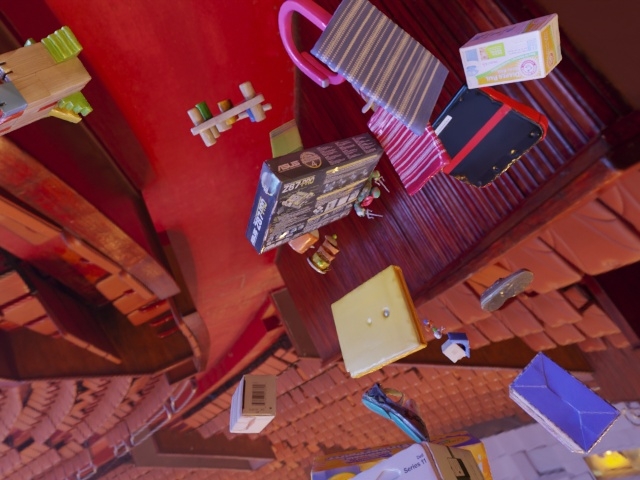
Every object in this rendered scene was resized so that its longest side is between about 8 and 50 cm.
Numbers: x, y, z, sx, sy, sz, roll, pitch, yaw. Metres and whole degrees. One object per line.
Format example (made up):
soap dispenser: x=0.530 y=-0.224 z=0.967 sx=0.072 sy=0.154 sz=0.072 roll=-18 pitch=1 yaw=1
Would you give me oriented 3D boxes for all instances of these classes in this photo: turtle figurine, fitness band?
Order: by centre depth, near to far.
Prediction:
fitness band: x=-0.020 y=-0.580 z=1.186 sx=0.054 sy=0.291 sz=0.209 roll=-37 pitch=158 yaw=-19
turtle figurine: x=0.148 y=-0.191 z=1.453 sx=0.175 sy=0.234 sz=0.118 roll=-57 pitch=149 yaw=-3

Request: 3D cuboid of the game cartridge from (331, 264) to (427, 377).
game cartridge: x=0.183 y=0.282 z=1.375 sx=0.052 sy=0.286 sz=0.323 roll=14 pitch=140 yaw=-38

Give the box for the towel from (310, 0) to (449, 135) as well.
towel: x=0.160 y=-0.434 z=0.994 sx=0.040 sy=0.335 sz=0.243 roll=-28 pitch=-147 yaw=62

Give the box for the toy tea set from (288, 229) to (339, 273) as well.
toy tea set: x=0.000 y=0.000 z=1.564 sx=0.124 sy=0.200 sz=0.336 roll=-49 pitch=178 yaw=13

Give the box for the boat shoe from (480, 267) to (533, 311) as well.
boat shoe: x=0.529 y=0.133 z=1.166 sx=0.064 sy=0.060 sz=0.178 roll=24 pitch=128 yaw=-18

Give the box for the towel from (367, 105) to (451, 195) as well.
towel: x=0.243 y=-0.284 z=1.149 sx=0.031 sy=0.275 sz=0.199 roll=-23 pitch=169 yaw=-28

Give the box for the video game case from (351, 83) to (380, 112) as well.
video game case: x=0.190 y=-0.567 z=1.549 sx=0.035 sy=0.248 sz=0.275 roll=-40 pitch=172 yaw=10

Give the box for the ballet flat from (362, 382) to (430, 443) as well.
ballet flat: x=0.158 y=0.336 z=0.807 sx=0.070 sy=0.070 sz=0.188 roll=-17 pitch=-163 yaw=-30

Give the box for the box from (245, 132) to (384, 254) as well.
box: x=-0.021 y=-0.143 z=1.229 sx=0.394 sy=0.097 sz=0.318 roll=-25 pitch=157 yaw=-34

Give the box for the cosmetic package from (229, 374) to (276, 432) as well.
cosmetic package: x=-0.265 y=0.637 z=1.562 sx=0.129 sy=0.153 sz=0.296 roll=8 pitch=142 yaw=-16

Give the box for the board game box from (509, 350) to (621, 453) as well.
board game box: x=0.707 y=0.486 z=1.204 sx=0.141 sy=0.232 sz=0.291 roll=-46 pitch=146 yaw=-2

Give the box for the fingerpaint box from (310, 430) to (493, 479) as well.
fingerpaint box: x=0.224 y=0.731 z=1.030 sx=0.443 sy=0.372 sz=0.163 roll=-11 pitch=165 yaw=0

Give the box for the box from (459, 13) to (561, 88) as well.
box: x=0.477 y=-0.470 z=1.017 sx=0.103 sy=0.114 sz=0.203 roll=-43 pitch=-148 yaw=-25

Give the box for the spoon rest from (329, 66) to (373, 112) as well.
spoon rest: x=0.099 y=-0.569 z=1.356 sx=0.084 sy=0.276 sz=0.137 roll=-30 pitch=-158 yaw=29

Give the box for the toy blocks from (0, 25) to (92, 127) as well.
toy blocks: x=-0.694 y=-0.314 z=0.893 sx=0.381 sy=0.191 sz=0.261 roll=-2 pitch=-145 yaw=45

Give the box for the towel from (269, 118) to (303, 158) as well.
towel: x=-0.111 y=-0.320 z=1.293 sx=0.102 sy=0.237 sz=0.021 roll=-27 pitch=125 yaw=9

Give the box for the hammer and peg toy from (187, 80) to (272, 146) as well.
hammer and peg toy: x=-0.311 y=-0.458 z=1.413 sx=0.265 sy=0.128 sz=0.361 roll=-26 pitch=-157 yaw=2

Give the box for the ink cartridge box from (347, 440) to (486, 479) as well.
ink cartridge box: x=0.157 y=0.390 z=0.622 sx=0.153 sy=0.087 sz=0.208 roll=-38 pitch=136 yaw=16

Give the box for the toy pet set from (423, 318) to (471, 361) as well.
toy pet set: x=0.327 y=0.239 z=1.002 sx=0.065 sy=0.122 sz=0.114 roll=-49 pitch=180 yaw=16

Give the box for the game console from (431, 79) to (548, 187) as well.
game console: x=0.564 y=-0.365 z=1.465 sx=0.060 sy=0.341 sz=0.387 roll=-66 pitch=-175 yaw=-32
